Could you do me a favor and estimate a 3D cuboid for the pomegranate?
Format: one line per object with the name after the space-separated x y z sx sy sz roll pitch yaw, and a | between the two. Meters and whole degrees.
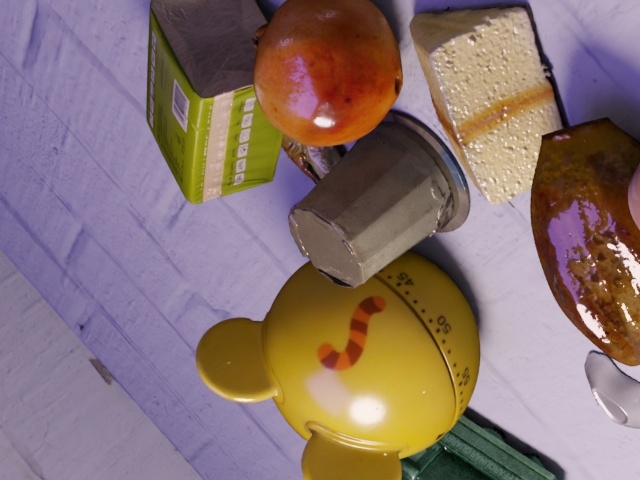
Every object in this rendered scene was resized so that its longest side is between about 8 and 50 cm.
0.007 -0.219 1.607 0.209 0.209 0.209 36 150 25 | pomegranate

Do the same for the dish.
0.414 0.221 1.737 0.137 0.039 0.091 48 153 -1 | dish

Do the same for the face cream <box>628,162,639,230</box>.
0.404 -0.061 1.274 0.149 0.149 0.104 40 152 18 | face cream

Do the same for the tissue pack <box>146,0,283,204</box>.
-0.157 -0.219 1.847 0.200 0.167 0.275 62 160 24 | tissue pack

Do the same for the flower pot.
0.070 -0.042 1.747 0.212 0.202 0.212 38 155 22 | flower pot

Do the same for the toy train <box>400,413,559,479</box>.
0.245 0.403 2.070 0.330 0.178 0.139 31 147 34 | toy train

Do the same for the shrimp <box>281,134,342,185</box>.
-0.006 -0.125 1.909 0.217 0.051 0.115 54 156 -6 | shrimp

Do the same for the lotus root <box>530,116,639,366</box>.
0.338 -0.010 1.433 0.193 0.193 0.291 -2 122 57 | lotus root

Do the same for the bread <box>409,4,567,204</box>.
0.206 -0.191 1.538 0.178 0.135 0.240 -110 -5 -62 | bread

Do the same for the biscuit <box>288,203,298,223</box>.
0.000 0.000 2.091 0.152 0.020 0.152 36 151 24 | biscuit

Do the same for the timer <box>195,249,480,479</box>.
0.045 0.193 1.875 0.376 0.387 0.376 35 147 27 | timer
